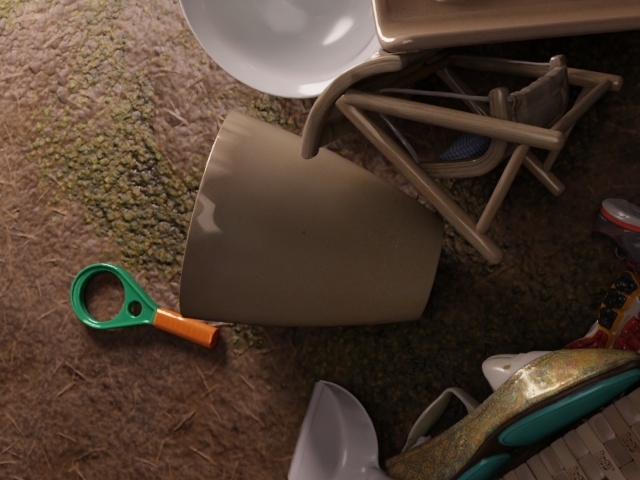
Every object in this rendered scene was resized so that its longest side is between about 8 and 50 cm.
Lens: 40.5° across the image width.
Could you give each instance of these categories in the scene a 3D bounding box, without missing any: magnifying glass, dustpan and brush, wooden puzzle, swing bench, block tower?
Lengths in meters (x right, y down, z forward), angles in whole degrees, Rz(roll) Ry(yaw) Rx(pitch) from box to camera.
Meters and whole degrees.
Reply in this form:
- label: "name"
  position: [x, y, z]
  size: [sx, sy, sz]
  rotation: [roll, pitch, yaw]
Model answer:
- label: "magnifying glass"
  position: [-0.246, 0.098, 1.201]
  size: [0.231, 0.026, 0.092]
  rotation: [18, 90, 19]
- label: "dustpan and brush"
  position: [0.042, 0.269, 1.043]
  size: [0.060, 0.211, 0.147]
  rotation: [15, 93, -25]
- label: "wooden puzzle"
  position: [0.197, -0.346, 0.932]
  size: [0.322, 0.080, 0.348]
  rotation: [-6, 68, -4]
- label: "swing bench"
  position: [0.157, -0.139, 0.959]
  size: [0.254, 0.253, 0.165]
  rotation: [32, 125, 16]
- label: "block tower"
  position: [0.302, 0.253, 0.942]
  size: [0.335, 0.097, 0.091]
  rotation: [-41, 59, 21]

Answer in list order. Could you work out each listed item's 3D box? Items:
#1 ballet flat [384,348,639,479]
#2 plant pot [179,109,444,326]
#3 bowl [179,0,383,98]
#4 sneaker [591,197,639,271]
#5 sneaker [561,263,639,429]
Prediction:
- label: "ballet flat"
  position: [0.195, 0.197, 0.977]
  size: [0.348, 0.123, 0.123]
  rotation: [-47, 73, 29]
- label: "plant pot"
  position: [0.000, 0.000, 1.041]
  size: [0.274, 0.256, 0.256]
  rotation: [13, 88, 1]
- label: "bowl"
  position: [-0.024, -0.340, 1.091]
  size: [0.298, 0.134, 0.298]
  rotation: [11, 120, 20]
- label: "sneaker"
  position: [0.390, 0.011, 1.010]
  size: [0.158, 0.061, 0.065]
  rotation: [33, 121, 18]
- label: "sneaker"
  position: [0.340, 0.127, 0.990]
  size: [0.088, 0.093, 0.225]
  rotation: [46, 116, 29]
